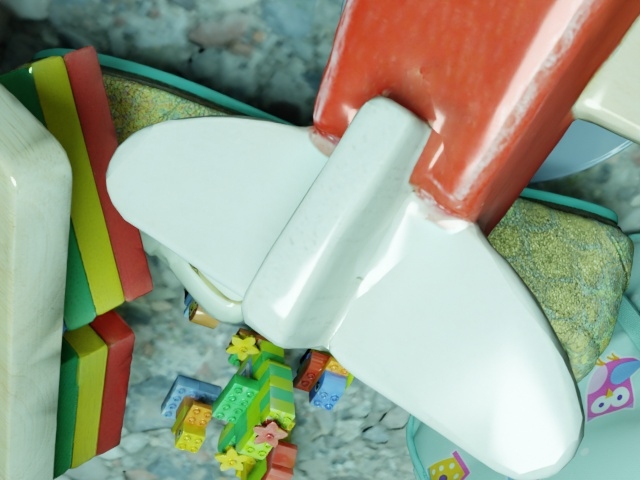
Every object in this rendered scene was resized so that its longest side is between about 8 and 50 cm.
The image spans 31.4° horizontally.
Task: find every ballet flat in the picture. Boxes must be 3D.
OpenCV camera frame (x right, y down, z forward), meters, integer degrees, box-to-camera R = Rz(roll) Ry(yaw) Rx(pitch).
[{"bbox_3d":[0.000,0.000,0.592,0.349,0.123,0.123,16,124,-12],"label":"ballet flat"}]

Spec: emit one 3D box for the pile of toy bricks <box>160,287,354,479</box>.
[{"bbox_3d":[-0.034,0.088,0.688,0.118,0.105,0.212,19,123,-19],"label":"pile of toy bricks"}]

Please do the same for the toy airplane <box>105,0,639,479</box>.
[{"bbox_3d":[0.097,-0.116,0.406,0.385,0.272,0.386,-16,95,30],"label":"toy airplane"}]

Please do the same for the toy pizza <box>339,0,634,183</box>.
[{"bbox_3d":[0.109,-0.115,0.592,0.201,0.032,0.201,-3,129,-4],"label":"toy pizza"}]

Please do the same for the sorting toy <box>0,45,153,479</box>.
[{"bbox_3d":[-0.176,-0.021,0.527,0.089,0.257,0.255,-27,147,-36],"label":"sorting toy"}]

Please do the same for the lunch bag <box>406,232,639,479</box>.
[{"bbox_3d":[0.177,0.124,0.633,0.224,0.279,0.108,-43,121,12],"label":"lunch bag"}]
